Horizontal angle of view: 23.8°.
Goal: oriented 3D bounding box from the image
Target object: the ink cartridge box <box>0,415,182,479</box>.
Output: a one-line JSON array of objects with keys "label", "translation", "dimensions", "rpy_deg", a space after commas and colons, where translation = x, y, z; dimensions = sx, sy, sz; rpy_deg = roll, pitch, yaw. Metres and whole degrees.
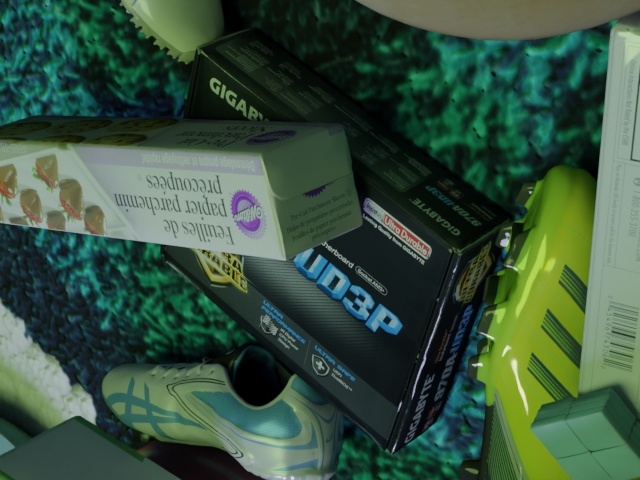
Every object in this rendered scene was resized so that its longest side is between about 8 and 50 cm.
[{"label": "ink cartridge box", "translation": [-0.150, 0.256, 1.087], "dimensions": [0.154, 0.093, 0.212], "rpy_deg": [23, 126, 38]}]

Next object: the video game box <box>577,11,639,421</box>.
[{"label": "video game box", "translation": [0.216, 0.005, 0.676], "dimensions": [0.187, 0.048, 0.205], "rpy_deg": [15, 124, 24]}]

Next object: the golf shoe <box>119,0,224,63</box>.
[{"label": "golf shoe", "translation": [-0.089, -0.194, 0.911], "dimensions": [0.086, 0.069, 0.176], "rpy_deg": [-12, 104, 43]}]

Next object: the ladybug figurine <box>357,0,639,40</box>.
[{"label": "ladybug figurine", "translation": [0.100, -0.281, 0.521], "dimensions": [0.162, 0.305, 0.449], "rpy_deg": [-98, 20, -46]}]

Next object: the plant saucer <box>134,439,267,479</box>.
[{"label": "plant saucer", "translation": [-0.070, 0.312, 1.172], "dimensions": [0.332, 0.084, 0.332], "rpy_deg": [26, 129, 36]}]

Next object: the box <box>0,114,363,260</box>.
[{"label": "box", "translation": [-0.110, -0.039, 0.943], "dimensions": [0.324, 0.067, 0.063], "rpy_deg": [7, 115, 48]}]

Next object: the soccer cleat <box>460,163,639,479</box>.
[{"label": "soccer cleat", "translation": [0.140, 0.091, 0.835], "dimensions": [0.121, 0.093, 0.289], "rpy_deg": [9, 118, 10]}]

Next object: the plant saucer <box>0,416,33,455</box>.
[{"label": "plant saucer", "translation": [-0.279, 0.287, 1.413], "dimensions": [0.317, 0.043, 0.318], "rpy_deg": [24, 128, 36]}]

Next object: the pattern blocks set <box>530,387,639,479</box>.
[{"label": "pattern blocks set", "translation": [0.261, 0.103, 0.656], "dimensions": [0.285, 0.026, 0.325], "rpy_deg": [43, 139, -11]}]

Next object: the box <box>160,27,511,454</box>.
[{"label": "box", "translation": [0.000, 0.000, 0.937], "dimensions": [0.220, 0.051, 0.175], "rpy_deg": [39, 136, 25]}]

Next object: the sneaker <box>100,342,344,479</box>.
[{"label": "sneaker", "translation": [-0.069, 0.108, 1.063], "dimensions": [0.237, 0.085, 0.086], "rpy_deg": [8, 95, 47]}]
